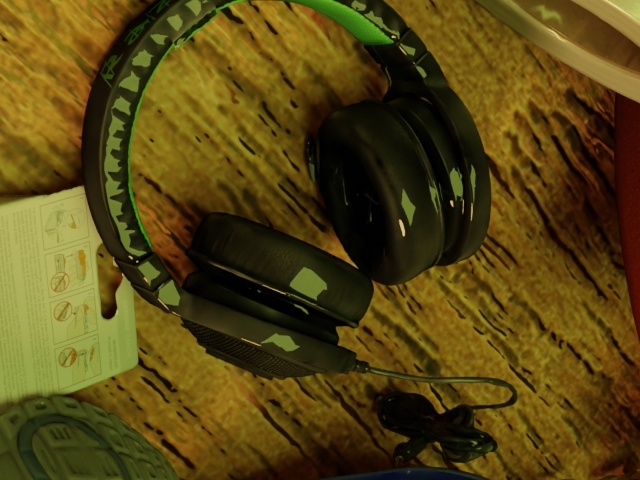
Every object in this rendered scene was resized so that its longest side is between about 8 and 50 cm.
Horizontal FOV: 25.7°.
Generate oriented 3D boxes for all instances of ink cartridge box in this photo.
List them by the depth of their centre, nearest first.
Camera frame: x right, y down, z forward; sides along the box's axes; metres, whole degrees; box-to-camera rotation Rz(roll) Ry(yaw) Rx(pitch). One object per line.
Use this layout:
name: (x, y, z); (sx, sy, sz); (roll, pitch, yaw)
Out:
ink cartridge box: (-0.204, 0.038, 0.888); (0.179, 0.045, 0.145); (-20, 119, -39)

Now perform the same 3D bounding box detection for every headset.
headset: (0.000, 0.000, 0.956); (0.243, 0.185, 0.394); (-41, 110, -15)

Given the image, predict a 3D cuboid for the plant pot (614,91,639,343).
plant pot: (0.370, -0.065, 1.032); (0.267, 0.236, 0.267); (13, 136, -35)

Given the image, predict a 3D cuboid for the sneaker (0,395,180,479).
sneaker: (-0.218, 0.179, 0.874); (0.297, 0.111, 0.129); (1, 139, -40)

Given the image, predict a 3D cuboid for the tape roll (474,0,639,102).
tape roll: (0.208, -0.205, 0.904); (0.246, 0.246, 0.169); (32, 91, -36)

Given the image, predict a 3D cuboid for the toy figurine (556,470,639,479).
toy figurine: (0.373, 0.211, 1.162); (0.362, 0.191, 0.217); (1, 137, -38)

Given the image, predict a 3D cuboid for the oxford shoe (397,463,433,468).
oxford shoe: (0.148, 0.322, 1.181); (0.397, 0.140, 0.146); (63, 35, -25)

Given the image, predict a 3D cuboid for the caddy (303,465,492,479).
caddy: (0.007, 0.275, 0.949); (0.341, 0.241, 0.179); (-9, 128, 10)
